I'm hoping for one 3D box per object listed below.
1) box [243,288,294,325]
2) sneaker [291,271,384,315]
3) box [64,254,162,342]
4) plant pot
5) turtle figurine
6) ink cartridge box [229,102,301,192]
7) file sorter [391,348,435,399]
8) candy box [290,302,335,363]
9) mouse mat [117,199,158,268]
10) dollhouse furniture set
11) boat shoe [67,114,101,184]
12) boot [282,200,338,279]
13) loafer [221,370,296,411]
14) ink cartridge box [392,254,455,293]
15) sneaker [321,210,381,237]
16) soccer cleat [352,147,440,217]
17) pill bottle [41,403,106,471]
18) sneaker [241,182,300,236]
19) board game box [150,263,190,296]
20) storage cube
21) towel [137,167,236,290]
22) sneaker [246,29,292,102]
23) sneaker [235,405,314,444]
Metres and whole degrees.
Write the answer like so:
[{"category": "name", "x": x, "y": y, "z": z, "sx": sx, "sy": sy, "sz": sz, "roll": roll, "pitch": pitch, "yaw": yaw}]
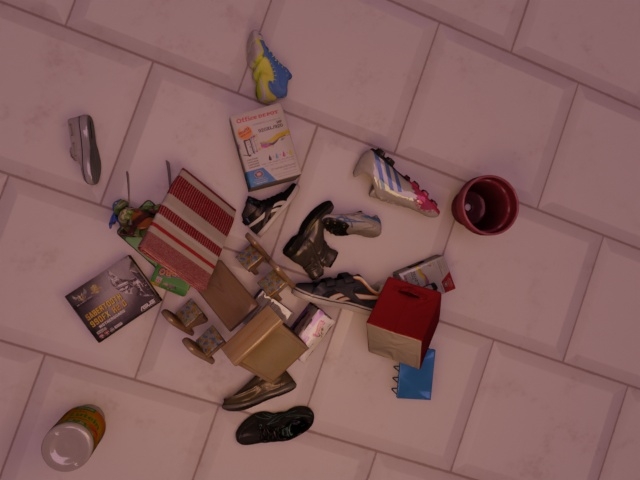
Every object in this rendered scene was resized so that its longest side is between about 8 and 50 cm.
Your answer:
[{"category": "box", "x": -0.179, "y": 0.248, "z": 1.796, "sx": 0.137, "sy": 0.072, "sz": 0.126, "roll": 38, "pitch": 84, "yaw": -8}, {"category": "sneaker", "x": 0.064, "y": 0.161, "z": 1.811, "sx": 0.322, "sy": 0.126, "sz": 0.127, "roll": 14, "pitch": 93, "yaw": -20}, {"category": "box", "x": -0.652, "y": 0.183, "z": 1.727, "sx": 0.231, "sy": 0.056, "sz": 0.183, "roll": -34, "pitch": 96, "yaw": -8}, {"category": "plant pot", "x": 0.541, "y": -0.115, "z": 1.857, "sx": 0.202, "sy": 0.180, "sz": 0.201, "roll": 0, "pitch": 90, "yaw": -9}, {"category": "turtle figurine", "x": -0.503, "y": -0.075, "z": 1.656, "sx": 0.266, "sy": 0.198, "sz": 0.274, "roll": 44, "pitch": 92, "yaw": 2}, {"category": "ink cartridge box", "x": -0.179, "y": -0.293, "z": 1.744, "sx": 0.172, "sy": 0.168, "sz": 0.232, "roll": -17, "pitch": 92, "yaw": -8}, {"category": "file sorter", "x": 0.312, "y": 0.444, "z": 1.862, "sx": 0.118, "sy": 0.104, "sz": 0.170, "roll": 6, "pitch": 89, "yaw": -8}, {"category": "candy box", "x": -0.042, "y": 0.292, "z": 1.756, "sx": 0.070, "sy": 0.196, "sz": 0.164, "roll": 39, "pitch": 84, "yaw": -8}, {"category": "mouse mat", "x": -0.541, "y": -0.018, "z": 1.769, "sx": 0.190, "sy": 0.007, "sz": 0.152, "roll": 44, "pitch": 84, "yaw": -8}, {"category": "dollhouse furniture set", "x": -0.248, "y": 0.203, "z": 1.607, "sx": 0.362, "sy": 0.256, "sz": 0.394, "roll": -42, "pitch": 59, "yaw": -6}, {"category": "boat shoe", "x": -0.744, "y": -0.279, "z": 1.706, "sx": 0.076, "sy": 0.083, "sz": 0.226, "roll": -8, "pitch": 80, "yaw": 2}, {"category": "boot", "x": 0.000, "y": 0.000, "z": 1.834, "sx": 0.161, "sy": 0.083, "sz": 0.246, "roll": 39, "pitch": 84, "yaw": -20}, {"category": "loafer", "x": -0.208, "y": 0.491, "z": 1.795, "sx": 0.252, "sy": 0.094, "sz": 0.087, "roll": -16, "pitch": 68, "yaw": -18}, {"category": "ink cartridge box", "x": 0.357, "y": 0.139, "z": 1.883, "sx": 0.175, "sy": 0.072, "sz": 0.127, "roll": -21, "pitch": 94, "yaw": -9}, {"category": "sneaker", "x": 0.101, "y": -0.061, "z": 1.814, "sx": 0.238, "sy": 0.085, "sz": 0.086, "roll": 8, "pitch": 59, "yaw": -34}, {"category": "soccer cleat", "x": 0.253, "y": -0.169, "z": 1.857, "sx": 0.331, "sy": 0.116, "sz": 0.143, "roll": 42, "pitch": 100, "yaw": -5}, {"category": "pill bottle", "x": -0.722, "y": 0.574, "z": 1.622, "sx": 0.137, "sy": 0.246, "sz": 0.136, "roll": 0, "pitch": 90, "yaw": -10}, {"category": "sneaker", "x": -0.175, "y": -0.128, "z": 1.790, "sx": 0.121, "sy": 0.079, "sz": 0.216, "roll": 39, "pitch": 86, "yaw": -9}, {"category": "board game box", "x": -0.443, "y": 0.042, "z": 1.765, "sx": 0.124, "sy": 0.039, "sz": 0.259, "roll": 24, "pitch": 84, "yaw": -7}, {"category": "storage cube", "x": 0.269, "y": 0.267, "z": 1.750, "sx": 0.184, "sy": 0.214, "sz": 0.193, "roll": 16, "pitch": 53, "yaw": 20}, {"category": "towel", "x": -0.394, "y": -0.036, "z": 1.655, "sx": 0.237, "sy": 0.037, "sz": 0.328, "roll": 42, "pitch": 45, "yaw": -29}, {"category": "sneaker", "x": -0.167, "y": -0.572, "z": 1.798, "sx": 0.126, "sy": 0.091, "sz": 0.239, "roll": -9, "pitch": 91, "yaw": -27}, {"category": "sneaker", "x": -0.149, "y": 0.612, "z": 1.789, "sx": 0.268, "sy": 0.106, "sz": 0.101, "roll": -16, "pitch": 94, "yaw": -7}]
